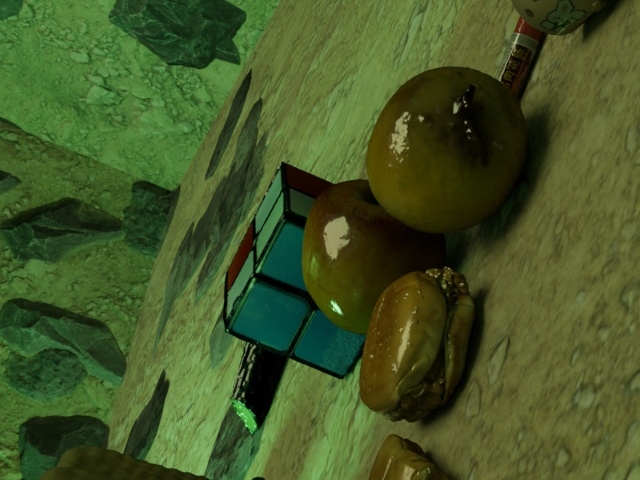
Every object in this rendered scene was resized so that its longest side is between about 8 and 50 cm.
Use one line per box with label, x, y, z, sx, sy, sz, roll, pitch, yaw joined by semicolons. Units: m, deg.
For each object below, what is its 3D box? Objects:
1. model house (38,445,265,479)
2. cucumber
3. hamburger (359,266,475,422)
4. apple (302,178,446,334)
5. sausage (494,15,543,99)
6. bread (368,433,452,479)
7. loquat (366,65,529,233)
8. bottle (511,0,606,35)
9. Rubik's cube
model house;-0.142;0.394;1.332;0.382;0.342;0.334;-93;18;-81
cucumber;-0.079;0.168;1.992;0.046;0.070;0.220;4;71;45
hamburger;0.093;0.102;1.346;0.138;0.083;0.147;-36;37;59
apple;0.051;0.020;1.476;0.146;0.163;0.147;-14;-52;-48
sausage;0.199;-0.166;1.470;0.034;0.034;0.253;-164;96;-77
bread;0.077;0.226;1.264;0.132;0.053;0.074;-140;73;-79
loquat;0.121;-0.089;1.384;0.204;0.149;0.172;-21;44;64
bottle;0.251;-0.269;1.302;0.152;0.099;0.099;-41;29;56
Rubik's cube;-0.010;0.036;1.690;0.183;0.167;0.180;-61;14;22
